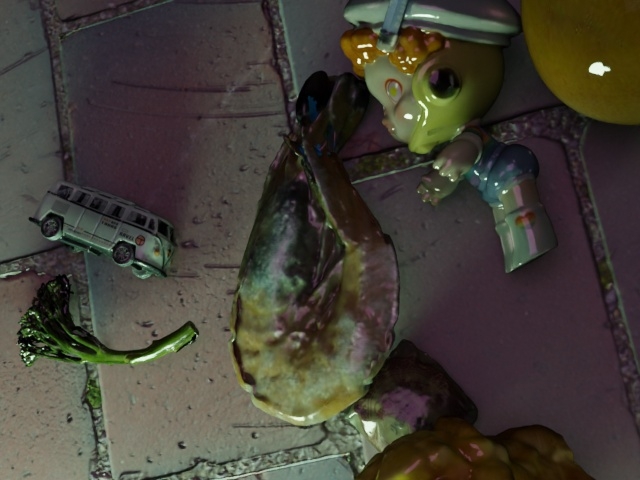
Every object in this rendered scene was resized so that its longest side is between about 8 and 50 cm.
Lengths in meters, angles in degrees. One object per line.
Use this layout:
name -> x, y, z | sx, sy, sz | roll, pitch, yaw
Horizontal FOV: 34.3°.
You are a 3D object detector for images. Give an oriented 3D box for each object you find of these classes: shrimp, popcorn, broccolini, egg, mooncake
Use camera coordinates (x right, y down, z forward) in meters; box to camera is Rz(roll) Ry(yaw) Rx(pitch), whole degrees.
shrimp -> 0.000, 0.000, 1.260 | 0.221, 0.110, 0.445 | -3, 74, 29
popcorn -> 0.135, 0.313, 1.081 | 0.332, 0.265, 0.225 | -27, 47, 28
broccolini -> -0.278, 0.102, 1.351 | 0.272, 0.062, 0.123 | -3, 91, 21
egg -> 0.377, -0.291, 1.135 | 0.283, 0.282, 0.351 | 36, 82, 20
mooncake -> 0.106, 0.198, 1.212 | 0.130, 0.073, 0.125 | 40, 89, 19

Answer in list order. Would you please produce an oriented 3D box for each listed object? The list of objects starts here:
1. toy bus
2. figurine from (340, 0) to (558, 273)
toy bus -> -0.279, -0.015, 1.367 | 0.194, 0.087, 0.089 | 20, 80, 18
figurine -> 0.176, -0.150, 1.241 | 0.205, 0.224, 0.381 | -26, 97, -3
